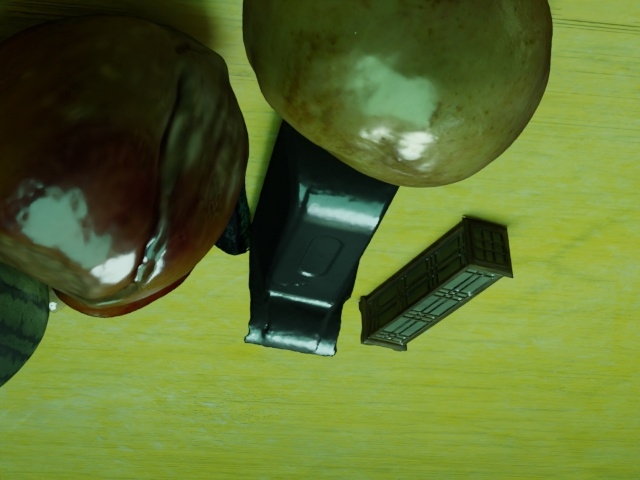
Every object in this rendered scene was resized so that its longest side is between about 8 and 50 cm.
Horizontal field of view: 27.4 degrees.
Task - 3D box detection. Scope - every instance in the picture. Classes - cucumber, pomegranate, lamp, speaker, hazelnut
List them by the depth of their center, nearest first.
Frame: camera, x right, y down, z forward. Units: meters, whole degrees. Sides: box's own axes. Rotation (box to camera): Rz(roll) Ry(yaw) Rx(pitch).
[{"bbox_3d":[0.091,-0.226,1.344,0.338,0.338,0.338,-1,151,-1],"label":"pomegranate"},{"bbox_3d":[-0.265,-0.103,1.537,0.372,0.315,0.372,-21,141,-18],"label":"hazelnut"},{"bbox_3d":[0.000,0.000,1.821,0.180,0.184,0.388,9,152,-7],"label":"speaker"},{"bbox_3d":[-0.140,-0.040,1.919,0.070,0.046,0.220,4,150,3],"label":"cucumber"},{"bbox_3d":[0.178,0.077,2.096,0.090,0.089,0.325,13,149,-27],"label":"lamp"}]

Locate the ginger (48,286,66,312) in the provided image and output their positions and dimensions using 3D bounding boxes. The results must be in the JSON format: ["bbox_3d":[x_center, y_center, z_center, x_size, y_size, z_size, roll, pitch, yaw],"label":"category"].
[{"bbox_3d":[-0.369,0.057,2.010,0.190,0.095,0.069,-8,155,-30],"label":"ginger"}]

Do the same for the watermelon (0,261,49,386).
[{"bbox_3d":[-0.509,0.070,1.656,0.278,0.279,0.359,-15,154,23],"label":"watermelon"}]

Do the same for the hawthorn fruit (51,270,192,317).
[{"bbox_3d":[-0.261,-0.013,1.804,0.260,0.224,0.224,-14,154,-14],"label":"hawthorn fruit"}]
